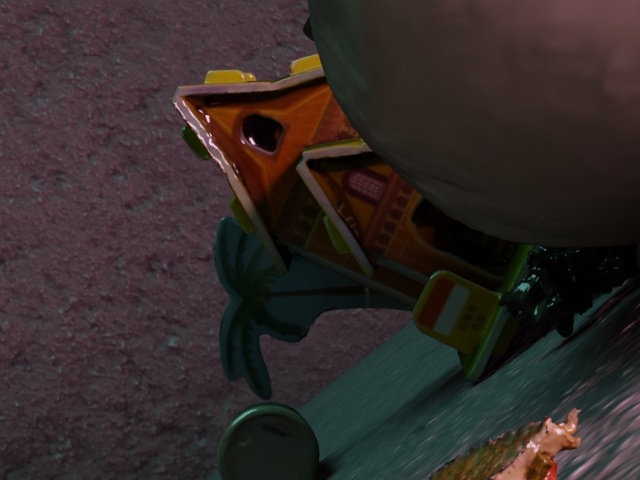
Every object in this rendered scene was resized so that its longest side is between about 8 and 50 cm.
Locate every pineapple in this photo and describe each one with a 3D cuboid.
[{"bbox_3d":[0.194,-0.011,1.000,0.198,0.108,0.108,-47,3,-31],"label":"pineapple"}]

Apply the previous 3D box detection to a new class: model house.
[{"bbox_3d":[0.000,0.000,1.227,0.300,0.323,0.340,-66,0,-84],"label":"model house"}]

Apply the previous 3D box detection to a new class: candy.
[{"bbox_3d":[0.180,-0.126,0.753,0.386,0.186,0.427,-33,-31,24],"label":"candy"}]

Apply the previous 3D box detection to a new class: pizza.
[{"bbox_3d":[0.047,0.112,0.537,0.099,0.029,0.100,-45,1,-40],"label":"pizza"}]

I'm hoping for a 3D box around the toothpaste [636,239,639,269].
[{"bbox_3d":[0.182,0.014,0.706,0.064,0.041,0.218,-31,1,7],"label":"toothpaste"}]

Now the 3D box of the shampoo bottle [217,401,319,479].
[{"bbox_3d":[-0.046,0.188,1.329,0.085,0.085,0.262,-36,-3,-4],"label":"shampoo bottle"}]

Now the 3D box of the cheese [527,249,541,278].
[{"bbox_3d":[0.237,-0.017,1.301,0.189,0.074,0.286,-34,-7,-33],"label":"cheese"}]
